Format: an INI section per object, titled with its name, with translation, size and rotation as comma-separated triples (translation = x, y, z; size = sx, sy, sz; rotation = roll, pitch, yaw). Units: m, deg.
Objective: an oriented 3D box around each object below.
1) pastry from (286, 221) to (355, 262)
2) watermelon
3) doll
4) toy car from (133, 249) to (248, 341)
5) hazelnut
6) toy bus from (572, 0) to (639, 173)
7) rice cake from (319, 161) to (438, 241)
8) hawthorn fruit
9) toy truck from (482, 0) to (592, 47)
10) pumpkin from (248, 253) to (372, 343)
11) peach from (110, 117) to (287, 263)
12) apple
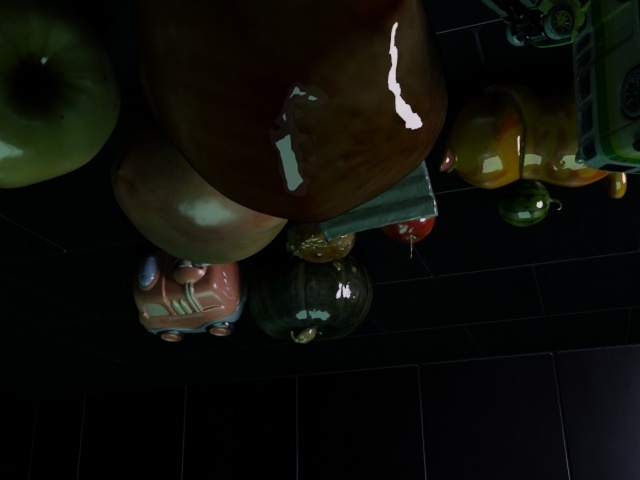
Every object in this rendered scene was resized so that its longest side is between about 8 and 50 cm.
[pastry]
translation = 0.001, -0.005, 1.589
size = 0.153, 0.081, 0.153
rotation = -7, 151, -4
[watermelon]
translation = 0.384, -0.074, 1.418
size = 0.109, 0.109, 0.109
rotation = -1, 158, 0
[doll]
translation = 0.320, -0.155, 1.135
size = 0.269, 0.162, 0.166
rotation = 4, 175, 16
[toy car]
translation = -0.311, 0.105, 1.737
size = 0.270, 0.180, 0.212
rotation = -9, 147, 16
[hazelnut]
translation = -0.033, -0.190, 0.838
size = 0.365, 0.366, 0.366
rotation = -1, 158, 0
[toy bus]
translation = 0.358, -0.213, 0.835
size = 0.133, 0.276, 0.165
rotation = 3, 169, -15
[rice cake]
translation = 0.090, -0.079, 1.367
size = 0.237, 0.127, 0.043
rotation = -15, -178, 26
[hawthorn fruit]
translation = 0.166, -0.053, 1.427
size = 0.125, 0.140, 0.125
rotation = -23, 140, -21
[toy truck]
translation = 0.209, -0.300, 0.808
size = 0.191, 0.116, 0.085
rotation = 32, 177, -19
[pumpkin]
translation = -0.022, 0.137, 1.769
size = 0.300, 0.207, 0.300
rotation = -1, 158, 0
[peach]
translation = -0.164, -0.088, 1.142
size = 0.292, 0.247, 0.292
rotation = -15, 177, -1
[apple]
translation = -0.379, -0.181, 0.907
size = 0.262, 0.262, 0.262
rotation = -1, 158, 0
